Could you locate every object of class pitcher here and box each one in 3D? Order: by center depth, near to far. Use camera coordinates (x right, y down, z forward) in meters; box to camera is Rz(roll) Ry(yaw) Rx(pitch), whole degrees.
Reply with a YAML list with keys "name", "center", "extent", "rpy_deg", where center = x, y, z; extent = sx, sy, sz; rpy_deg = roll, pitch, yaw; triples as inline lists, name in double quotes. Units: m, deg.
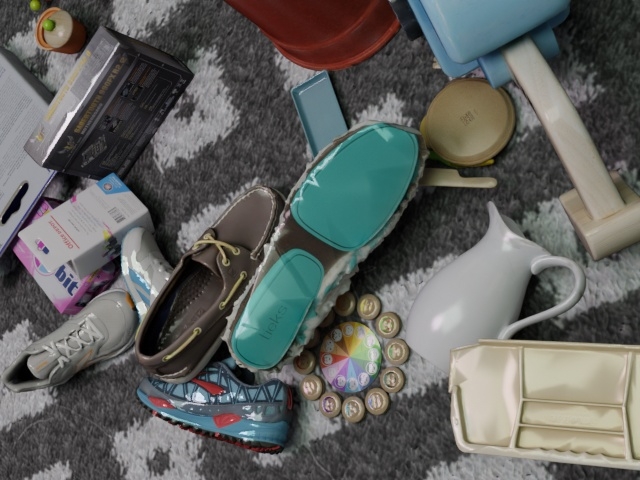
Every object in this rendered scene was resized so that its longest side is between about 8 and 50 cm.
- name: "pitcher"
  center: [0.215, 0.080, 1.267]
  extent: [0.207, 0.125, 0.178]
  rpy_deg: [-54, 46, 4]

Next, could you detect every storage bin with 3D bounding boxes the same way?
- name: "storage bin"
  center: [0.306, 0.179, 1.124]
  extent: [0.260, 0.262, 0.123]
  rpy_deg: [-1, 82, 30]

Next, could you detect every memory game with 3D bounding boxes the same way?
- name: "memory game"
  center: [0.040, 0.161, 1.427]
  extent: [0.186, 0.012, 0.186]
  rpy_deg: [-4, 82, 30]

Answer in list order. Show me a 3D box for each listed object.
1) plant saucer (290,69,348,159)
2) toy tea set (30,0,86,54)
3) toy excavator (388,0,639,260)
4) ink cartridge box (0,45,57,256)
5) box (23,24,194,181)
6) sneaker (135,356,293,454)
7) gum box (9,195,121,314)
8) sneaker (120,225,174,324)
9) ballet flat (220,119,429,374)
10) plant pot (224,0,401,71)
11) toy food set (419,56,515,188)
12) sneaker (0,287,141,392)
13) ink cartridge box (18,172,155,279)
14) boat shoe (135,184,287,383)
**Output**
- name: "plant saucer"
  center: [0.014, -0.150, 1.483]
  extent: [0.067, 0.018, 0.192]
  rpy_deg: [-27, 70, 25]
- name: "toy tea set"
  center: [-0.471, -0.485, 1.748]
  extent: [0.200, 0.124, 0.336]
  rpy_deg: [-34, 68, 22]
- name: "toy excavator"
  center: [0.225, -0.240, 1.216]
  extent: [0.222, 0.433, 0.445]
  rpy_deg: [-26, 44, 10]
- name: "ink cartridge box"
  center: [-0.568, -0.128, 1.783]
  extent: [0.330, 0.071, 0.324]
  rpy_deg: [44, 104, 30]
- name: "box"
  center: [-0.328, -0.203, 1.593]
  extent: [0.056, 0.183, 0.231]
  rpy_deg: [43, 106, 28]
- name: "sneaker"
  center: [-0.148, 0.227, 1.495]
  extent: [0.261, 0.104, 0.125]
  rpy_deg: [11, 71, 27]
- name: "gum box"
  center: [-0.421, 0.029, 1.684]
  extent: [0.188, 0.062, 0.107]
  rpy_deg: [46, 106, 27]
- name: "sneaker"
  center: [-0.236, 0.081, 1.564]
  extent: [0.092, 0.087, 0.229]
  rpy_deg: [-24, 79, 18]
- name: "ballet flat"
  center: [0.000, 0.000, 1.401]
  extent: [0.147, 0.147, 0.409]
  rpy_deg: [44, 106, 27]
- name: "plant pot"
  center: [-0.041, -0.399, 1.405]
  extent: [0.272, 0.265, 0.272]
  rpy_deg: [-4, 81, 30]
- name: "toy food set"
  center: [0.198, -0.159, 1.370]
  extent: [0.132, 0.038, 0.192]
  rpy_deg: [7, 80, 24]
- name: "sneaker"
  center: [-0.392, 0.172, 1.603]
  extent: [0.262, 0.121, 0.099]
  rpy_deg: [-36, 88, 24]
- name: "ink cartridge box"
  center: [-0.367, -0.013, 1.605]
  extent: [0.181, 0.061, 0.104]
  rpy_deg: [-35, 60, -20]
- name: "boat shoe"
  center: [-0.153, 0.051, 1.462]
  extent: [0.116, 0.097, 0.324]
  rpy_deg: [29, 80, 24]
